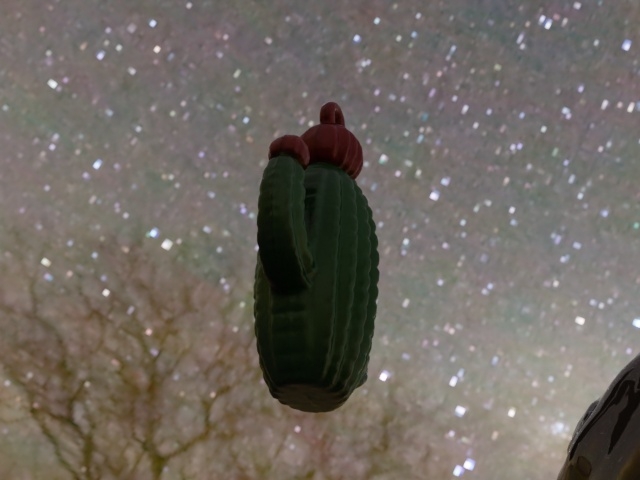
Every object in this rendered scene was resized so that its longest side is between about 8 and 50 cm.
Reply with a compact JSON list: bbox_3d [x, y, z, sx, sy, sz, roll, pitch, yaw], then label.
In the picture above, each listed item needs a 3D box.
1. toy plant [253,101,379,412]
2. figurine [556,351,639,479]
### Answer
[{"bbox_3d":[-0.005,0.004,0.835,0.088,0.240,0.155,-7,-8,22],"label":"toy plant"},{"bbox_3d":[0.269,0.163,0.553,0.381,0.203,0.248,25,-52,-24],"label":"figurine"}]
